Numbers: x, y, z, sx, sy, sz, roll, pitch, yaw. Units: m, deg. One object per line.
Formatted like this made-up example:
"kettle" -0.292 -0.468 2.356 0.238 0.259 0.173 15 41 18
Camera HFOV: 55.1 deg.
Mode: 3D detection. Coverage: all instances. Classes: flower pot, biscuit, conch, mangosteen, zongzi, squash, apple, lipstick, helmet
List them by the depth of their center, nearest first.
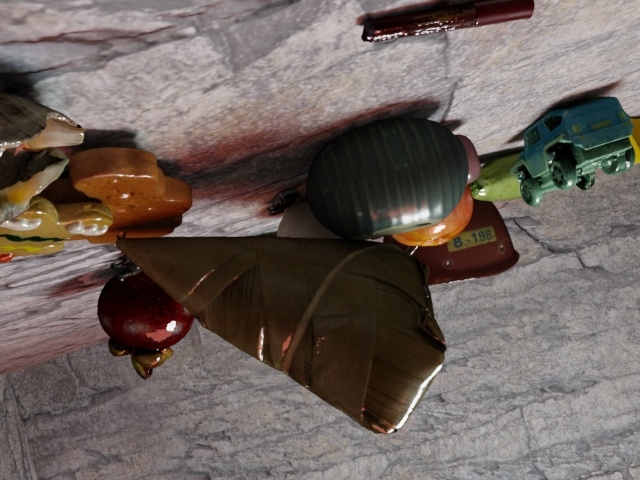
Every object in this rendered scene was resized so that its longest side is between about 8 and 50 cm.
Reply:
"conch" -0.251 -0.047 0.455 0.155 0.130 0.207 -7 -167 27
"lipstick" 0.119 -0.207 0.576 0.176 0.027 0.027 -15 172 -15
"biscuit" -0.345 0.001 0.673 0.240 0.035 0.158 -18 167 33
"biscuit" -0.263 -0.046 0.746 0.201 0.047 0.334 -13 171 1
"flower pot" 0.099 -0.087 0.914 0.242 0.157 0.189 -12 175 5
"zongzi" -0.029 0.035 1.021 0.218 0.466 0.500 -56 -177 16
"apple" 0.233 -0.071 1.350 0.209 0.164 0.209 -16 171 -3
"mangosteen" -0.386 0.183 1.371 0.215 0.258 0.215 3 -169 -1
"squash" 0.462 -0.154 1.485 0.370 0.118 0.118 -14 172 -34
"helmet" 0.301 -0.028 1.569 0.384 0.230 0.337 -13 -171 -12

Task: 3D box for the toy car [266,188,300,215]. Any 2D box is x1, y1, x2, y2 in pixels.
"toy car" -0.071 -0.070 1.144 0.041 0.025 0.093 -12 167 -33

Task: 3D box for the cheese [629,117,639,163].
"cheese" 0.803 -0.278 1.610 0.171 0.126 0.093 -39 -171 -39

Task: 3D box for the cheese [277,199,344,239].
"cheese" 0.000 0.000 1.252 0.154 0.198 0.189 -47 162 -7

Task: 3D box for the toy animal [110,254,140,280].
"toy animal" -0.352 0.039 1.203 0.135 0.047 0.065 -27 174 43

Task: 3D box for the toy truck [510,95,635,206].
"toy truck" 0.499 -0.177 1.237 0.154 0.156 0.279 -17 173 -7

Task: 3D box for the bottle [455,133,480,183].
"bottle" 0.151 -0.106 1.073 0.253 0.120 0.120 -22 172 20
